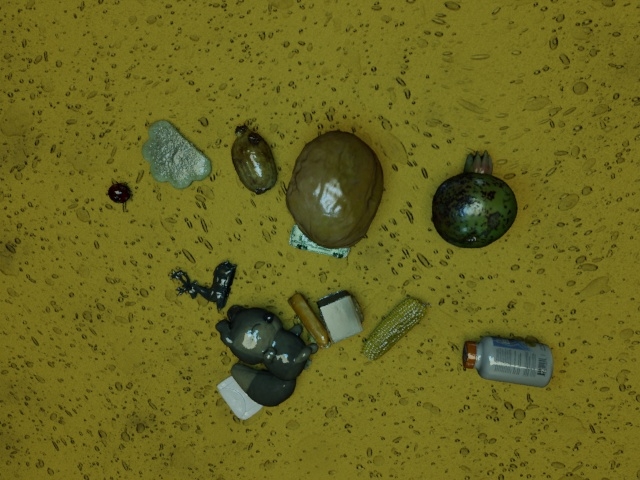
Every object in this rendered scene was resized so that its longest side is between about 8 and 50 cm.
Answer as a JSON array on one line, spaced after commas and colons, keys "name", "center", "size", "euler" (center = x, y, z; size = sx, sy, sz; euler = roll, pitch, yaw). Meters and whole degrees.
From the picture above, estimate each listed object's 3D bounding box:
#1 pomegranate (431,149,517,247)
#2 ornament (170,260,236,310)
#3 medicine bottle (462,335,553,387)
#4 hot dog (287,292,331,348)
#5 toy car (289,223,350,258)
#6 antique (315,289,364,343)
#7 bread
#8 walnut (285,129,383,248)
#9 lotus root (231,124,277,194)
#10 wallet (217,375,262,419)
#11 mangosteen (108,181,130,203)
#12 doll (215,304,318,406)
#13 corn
[{"name": "pomegranate", "center": [0.518, -0.149, 1.764], "size": [0.285, 0.285, 0.340], "euler": [10, 66, 5]}, {"name": "ornament", "center": [-0.459, 0.143, 1.984], "size": [0.236, 0.080, 0.202], "euler": [19, 103, 4]}, {"name": "medicine bottle", "center": [0.662, 0.428, 1.858], "size": [0.289, 0.157, 0.156], "euler": [8, 99, 5]}, {"name": "hot dog", "center": [-0.042, 0.297, 1.905], "size": [0.068, 0.100, 0.249], "euler": [-31, 55, -9]}, {"name": "toy car", "center": [0.000, 0.000, 1.914], "size": [0.225, 0.076, 0.090], "euler": [13, 98, -3]}, {"name": "antique", "center": [0.075, 0.271, 1.902], "size": [0.148, 0.147, 0.151], "euler": [-22, 95, -2]}, {"name": "bread", "center": [-0.557, -0.303, 1.946], "size": [0.287, 0.056, 0.207], "euler": [40, 99, 1]}, {"name": "walnut", "center": [0.052, -0.169, 1.736], "size": [0.308, 0.354, 0.397], "euler": [15, 84, 2]}, {"name": "lotus root", "center": [-0.246, -0.294, 1.874], "size": [0.145, 0.128, 0.260], "euler": [-18, 94, 18]}, {"name": "wallet", "center": [-0.319, 0.621, 2.062], "size": [0.124, 0.032, 0.182], "euler": [-36, 92, 8]}, {"name": "mangosteen", "center": [-0.768, -0.181, 1.979], "size": [0.081, 0.081, 0.080], "euler": [1, 98, 6]}, {"name": "doll", "center": [-0.239, 0.429, 1.922], "size": [0.383, 0.252, 0.378], "euler": [28, 100, 8]}, {"name": "corn", "center": [0.273, 0.319, 1.918], "size": [0.310, 0.101, 0.101], "euler": [-44, 91, 12]}]
